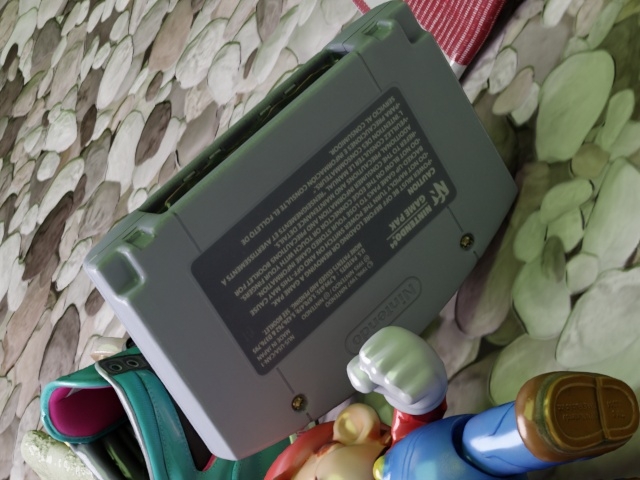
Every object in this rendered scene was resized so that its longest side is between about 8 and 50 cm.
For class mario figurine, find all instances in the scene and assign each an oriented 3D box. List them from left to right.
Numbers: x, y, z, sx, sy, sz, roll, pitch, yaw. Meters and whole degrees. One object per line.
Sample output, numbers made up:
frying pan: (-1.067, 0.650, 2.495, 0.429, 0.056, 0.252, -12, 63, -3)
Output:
mario figurine: (0.052, 0.175, 1.161, 0.320, 0.170, 0.198, -21, 53, 51)

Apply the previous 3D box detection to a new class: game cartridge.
game cartridge: (-0.002, 0.000, 1.281, 0.297, 0.198, 0.062, -42, 30, -23)

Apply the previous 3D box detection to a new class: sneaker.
sneaker: (-0.125, 0.085, 1.395, 0.295, 0.178, 0.124, 67, 150, 31)

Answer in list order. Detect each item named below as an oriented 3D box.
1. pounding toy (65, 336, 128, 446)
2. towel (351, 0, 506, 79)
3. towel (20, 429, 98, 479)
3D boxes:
pounding toy: (-0.148, 0.179, 1.516, 0.269, 0.154, 0.154, -23, 49, 53)
towel: (0.124, -0.304, 1.488, 0.329, 0.037, 0.237, -63, 37, 25)
towel: (-0.178, 0.217, 1.506, 0.110, 0.148, 0.027, 16, 52, 43)
